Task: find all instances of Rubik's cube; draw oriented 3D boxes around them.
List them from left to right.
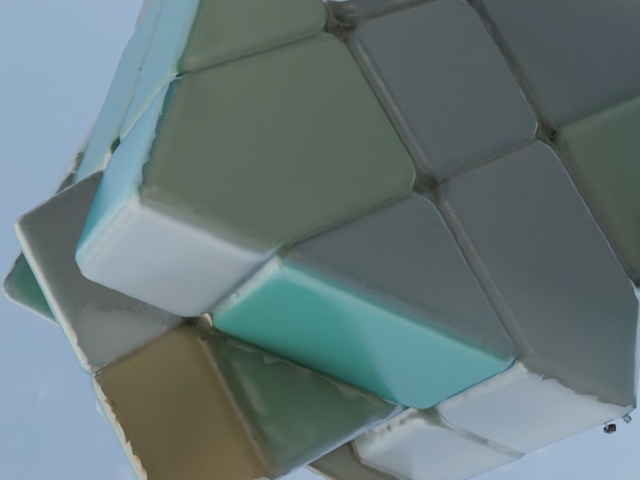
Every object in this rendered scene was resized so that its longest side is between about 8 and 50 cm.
[{"bbox_3d":[0.000,0.000,0.467,0.224,0.213,0.265,26,-123,-18],"label":"Rubik's cube"}]
